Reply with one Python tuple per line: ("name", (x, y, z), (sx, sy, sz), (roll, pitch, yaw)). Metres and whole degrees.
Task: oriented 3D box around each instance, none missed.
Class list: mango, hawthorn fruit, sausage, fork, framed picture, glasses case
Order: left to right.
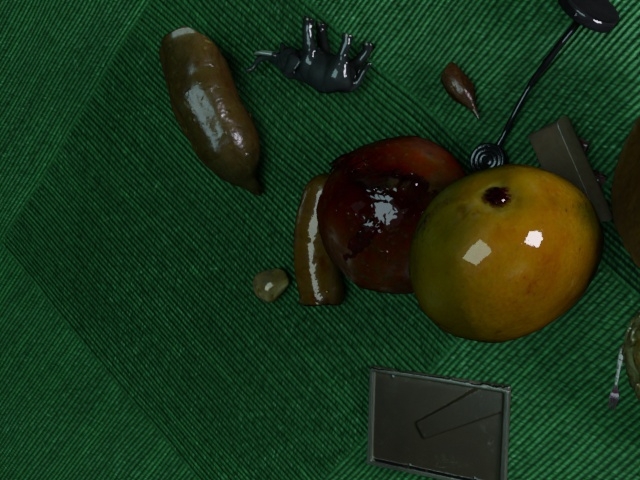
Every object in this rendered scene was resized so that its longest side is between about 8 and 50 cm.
("sausage", (0.000, -0.001, 1.679), (0.109, 0.109, 0.270), (8, 100, 26))
("hawthorn fruit", (0.141, -0.053, 1.509), (0.316, 0.316, 0.315), (4, 98, 27))
("framed picture", (0.228, 0.370, 1.654), (0.289, 0.016, 0.213), (4, 98, 27))
("mango", (0.310, 0.033, 1.339), (0.300, 0.446, 0.232), (-52, 57, 9))
("glasses case", (0.439, -0.117, 1.467), (0.102, 0.070, 0.193), (-24, 90, 60))
("fork", (0.529, 0.246, 1.490), (0.016, 0.012, 0.115), (9, 95, 22))

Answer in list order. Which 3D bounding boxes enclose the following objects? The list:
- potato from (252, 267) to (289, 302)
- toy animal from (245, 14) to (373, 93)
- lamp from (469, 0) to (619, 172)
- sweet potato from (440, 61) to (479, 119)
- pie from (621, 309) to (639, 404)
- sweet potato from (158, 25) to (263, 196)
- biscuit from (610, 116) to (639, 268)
("potato", (-0.104, 0.093, 1.769), (0.083, 0.062, 0.068), (-28, 99, 6))
("toy animal", (-0.022, -0.369, 1.651), (0.270, 0.082, 0.137), (19, 104, 23))
("lamp", (0.360, -0.272, 1.455), (0.130, 0.109, 0.371), (48, 115, 18))
("sweet potato", (0.260, -0.270, 1.540), (0.049, 0.049, 0.117), (-36, 80, 26))
("pie", (0.644, 0.229, 1.322), (0.340, 0.083, 0.339), (23, 136, 24))
("sweet potato", (-0.221, -0.255, 1.731), (0.158, 0.158, 0.369), (-24, 87, 27))
("biscuit", (0.566, -0.105, 1.243), (0.062, 0.385, 0.364), (9, 114, -10))
